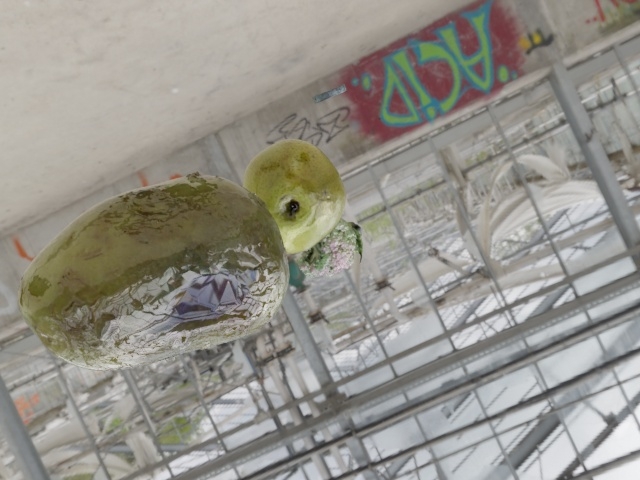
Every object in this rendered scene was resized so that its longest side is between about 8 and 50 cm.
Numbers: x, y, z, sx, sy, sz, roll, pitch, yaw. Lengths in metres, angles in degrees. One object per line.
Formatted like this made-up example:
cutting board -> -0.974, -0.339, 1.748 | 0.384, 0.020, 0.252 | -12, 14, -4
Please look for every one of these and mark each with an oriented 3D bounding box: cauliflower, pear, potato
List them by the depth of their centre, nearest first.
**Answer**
potato -> -0.173, 0.037, 0.603 | 0.307, 0.210, 0.173 | -19, -156, -35
pear -> -0.070, -0.110, 1.333 | 0.294, 0.294, 0.294 | -25, 180, 0
cauliflower -> 0.000, 0.000, 1.788 | 0.256, 0.315, 0.239 | 3, 110, -65

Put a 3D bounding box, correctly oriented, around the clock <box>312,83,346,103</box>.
clock -> 0.021, -0.346, 1.235 | 0.085, 0.017, 0.085 | -21, -165, 6
